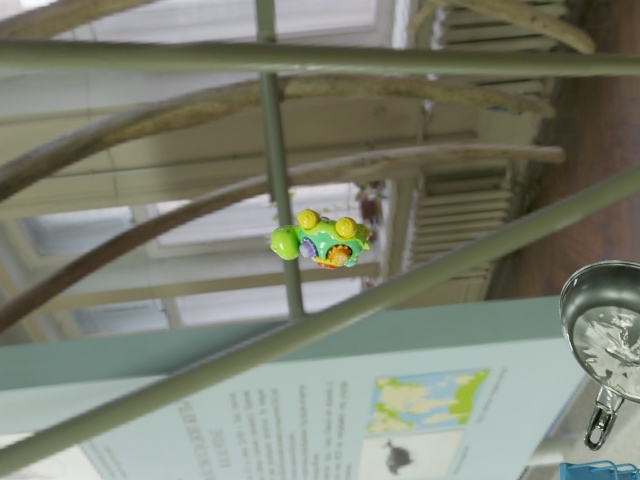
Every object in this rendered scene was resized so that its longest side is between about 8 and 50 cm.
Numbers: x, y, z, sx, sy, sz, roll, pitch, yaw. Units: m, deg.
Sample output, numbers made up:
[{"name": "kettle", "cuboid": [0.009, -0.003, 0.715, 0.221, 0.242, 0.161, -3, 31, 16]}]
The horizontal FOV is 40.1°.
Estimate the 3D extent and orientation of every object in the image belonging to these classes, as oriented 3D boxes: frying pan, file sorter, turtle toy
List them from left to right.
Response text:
[{"name": "turtle toy", "cuboid": [0.000, 0.000, 1.101, 0.095, 0.130, 0.066, 21, -99, -72]}, {"name": "frying pan", "cuboid": [0.325, 0.140, 1.009, 0.197, 0.053, 0.326, 44, 145, 7]}, {"name": "file sorter", "cuboid": [0.426, 0.365, 1.188, 0.104, 0.170, 0.118, -37, 45, 57]}]
